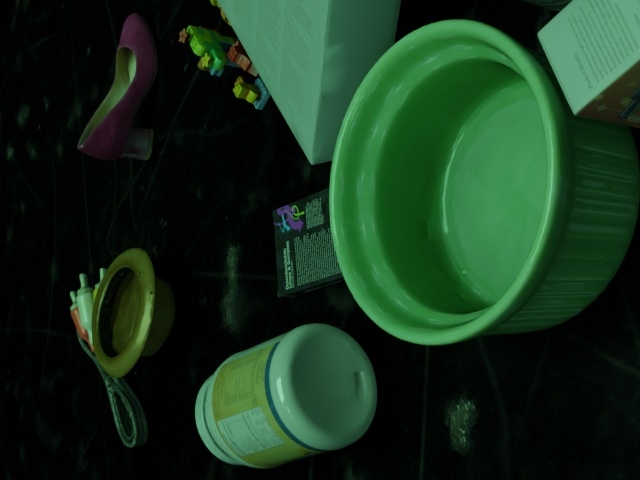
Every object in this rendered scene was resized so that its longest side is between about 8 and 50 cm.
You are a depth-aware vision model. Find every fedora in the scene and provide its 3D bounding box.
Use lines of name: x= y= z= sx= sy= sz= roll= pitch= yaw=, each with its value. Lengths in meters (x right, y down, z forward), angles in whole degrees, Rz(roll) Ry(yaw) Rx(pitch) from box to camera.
fedora: x=-0.271 y=0.110 z=1.683 sx=0.194 sy=0.079 sz=0.194 roll=-20 pitch=63 yaw=48

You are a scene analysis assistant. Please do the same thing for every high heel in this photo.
high heel: x=-0.323 y=-0.244 z=1.761 sx=0.082 sy=0.117 sz=0.244 roll=-5 pitch=82 yaw=52

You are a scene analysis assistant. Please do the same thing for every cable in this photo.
cable: x=-0.344 y=0.194 z=1.772 sx=0.139 sy=0.072 sz=0.287 roll=-35 pitch=59 yaw=43

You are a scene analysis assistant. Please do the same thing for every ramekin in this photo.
ramekin: x=0.158 y=-0.049 z=1.088 sx=0.303 sy=0.148 sz=0.304 roll=-8 pitch=80 yaw=52

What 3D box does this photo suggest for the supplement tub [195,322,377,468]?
supplement tub: x=-0.045 y=0.188 z=1.326 sx=0.199 sy=0.144 sz=0.144 roll=-27 pitch=65 yaw=48

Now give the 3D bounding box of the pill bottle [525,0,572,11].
pill bottle: x=0.158 y=-0.316 z=0.943 sx=0.210 sy=0.362 sz=0.210 roll=-9 pitch=78 yaw=51

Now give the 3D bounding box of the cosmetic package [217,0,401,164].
cosmetic package: x=-0.032 y=-0.321 z=1.324 sx=0.284 sy=0.097 sz=0.377 roll=94 pitch=154 yaw=-49

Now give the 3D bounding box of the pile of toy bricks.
pile of toy bricks: x=-0.140 y=-0.266 z=1.535 sx=0.118 sy=0.105 sz=0.212 roll=-56 pitch=46 yaw=32

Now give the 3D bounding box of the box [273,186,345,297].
box: x=0.000 y=0.000 z=1.386 sx=0.162 sy=0.029 sz=0.116 roll=-18 pitch=71 yaw=49

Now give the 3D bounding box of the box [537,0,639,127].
box: x=0.294 y=-0.180 z=0.941 sx=0.170 sy=0.130 sz=0.091 roll=-43 pitch=54 yaw=42
